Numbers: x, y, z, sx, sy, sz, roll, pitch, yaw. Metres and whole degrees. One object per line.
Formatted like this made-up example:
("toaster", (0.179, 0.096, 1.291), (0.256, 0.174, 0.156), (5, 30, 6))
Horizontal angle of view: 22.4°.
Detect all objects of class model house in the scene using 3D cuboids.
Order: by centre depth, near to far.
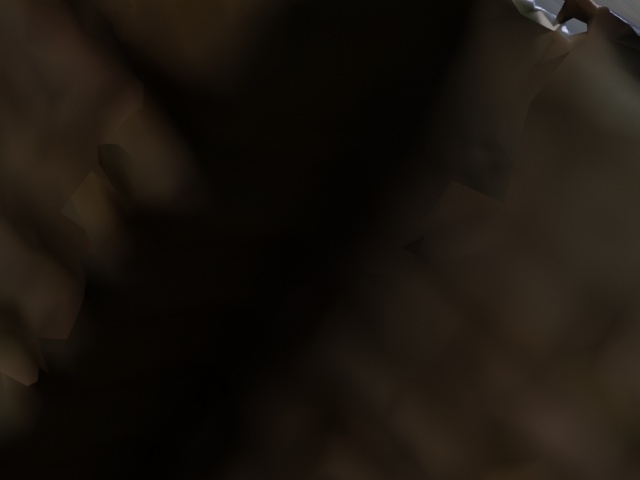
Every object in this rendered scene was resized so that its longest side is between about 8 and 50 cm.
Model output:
("model house", (0.004, 0.081, 0.515), (0.445, 0.400, 0.395), (42, 17, 22))
